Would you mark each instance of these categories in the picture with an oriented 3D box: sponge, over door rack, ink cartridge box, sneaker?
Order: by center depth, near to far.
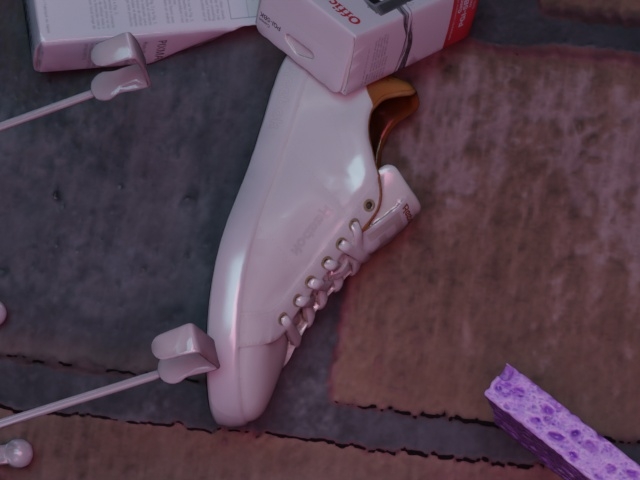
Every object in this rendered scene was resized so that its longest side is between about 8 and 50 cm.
[{"bbox_3d":[0.201,0.168,1.318,0.210,0.117,0.031,39,83,15],"label":"sponge"},{"bbox_3d":[-0.224,0.031,1.392,0.324,0.108,0.239,-22,71,21],"label":"over door rack"},{"bbox_3d":[0.000,0.000,1.393,0.123,0.106,0.290,12,74,12],"label":"sneaker"},{"bbox_3d":[0.035,-0.174,1.427,0.135,0.056,0.099,-29,57,-36],"label":"ink cartridge box"},{"bbox_3d":[-0.119,-0.234,1.515,0.232,0.066,0.189,-5,72,-18],"label":"ink cartridge box"}]
